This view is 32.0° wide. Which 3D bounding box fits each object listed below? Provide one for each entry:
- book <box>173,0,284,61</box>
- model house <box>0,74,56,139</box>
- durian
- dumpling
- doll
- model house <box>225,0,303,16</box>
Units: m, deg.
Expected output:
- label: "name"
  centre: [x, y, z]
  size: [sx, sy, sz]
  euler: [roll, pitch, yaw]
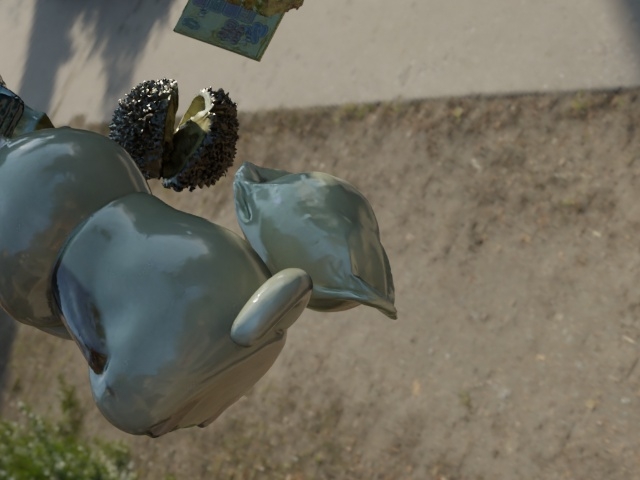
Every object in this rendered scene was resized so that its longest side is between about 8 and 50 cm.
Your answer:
- label: "book"
  centre: [-0.137, -0.410, 1.911]
  size: [0.013, 0.168, 0.192]
  euler: [73, -140, -68]
- label: "model house"
  centre: [-0.480, -0.156, 1.452]
  size: [0.184, 0.291, 0.253]
  euler: [-65, 13, 6]
- label: "durian"
  centre: [-0.210, -0.150, 1.615]
  size: [0.196, 0.196, 0.167]
  euler: [-9, 53, 57]
- label: "dumpling"
  centre: [0.000, 0.000, 1.221]
  size: [0.250, 0.162, 0.132]
  euler: [46, 107, 23]
- label: "doll"
  centre: [-0.191, 0.040, 1.082]
  size: [0.370, 0.215, 0.226]
  euler: [31, 108, 20]
- label: "model house"
  centre: [-0.090, -0.427, 1.476]
  size: [0.254, 0.160, 0.196]
  euler: [50, 143, 30]
